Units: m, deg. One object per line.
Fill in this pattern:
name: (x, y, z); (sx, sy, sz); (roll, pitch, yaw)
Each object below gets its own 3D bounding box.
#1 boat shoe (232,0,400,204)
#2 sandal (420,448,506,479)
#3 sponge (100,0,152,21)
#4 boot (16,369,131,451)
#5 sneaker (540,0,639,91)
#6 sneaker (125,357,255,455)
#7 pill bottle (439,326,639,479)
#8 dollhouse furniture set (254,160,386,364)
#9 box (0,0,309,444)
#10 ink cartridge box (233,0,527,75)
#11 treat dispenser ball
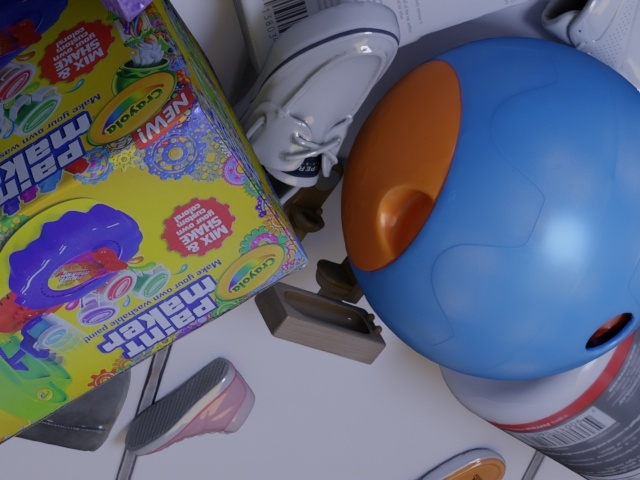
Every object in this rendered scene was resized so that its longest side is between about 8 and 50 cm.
boat shoe: (-0.023, -0.084, 1.191); (0.096, 0.088, 0.267); (9, 147, -39)
sandal: (0.103, 0.332, 1.700); (0.265, 0.076, 0.102); (-36, 133, 8)
sponge: (-0.081, -0.253, 0.989); (0.210, 0.031, 0.117); (-48, 150, -12)
boot: (-0.301, 0.165, 1.390); (0.208, 0.076, 0.189); (14, 124, -40)
sneaker: (0.248, -0.184, 1.327); (0.115, 0.090, 0.232); (-12, 123, -6)
sneaker: (-0.122, 0.179, 1.484); (0.134, 0.051, 0.070); (-38, 128, 4)
pill bottle: (0.300, 0.140, 1.532); (0.210, 0.210, 0.363); (-44, 133, 15)
dollhouse furniture set: (0.000, 0.000, 1.318); (0.144, 0.151, 0.123); (19, 118, -37)
box: (-0.206, -0.045, 1.098); (0.290, 0.279, 0.177); (-31, 134, 3)
ink cartridge box: (0.042, -0.280, 1.153); (0.261, 0.066, 0.296); (-20, 134, -6)
treat dispenser ball: (0.160, -0.026, 1.269); (0.288, 0.288, 0.288); (-12, 132, -14)
